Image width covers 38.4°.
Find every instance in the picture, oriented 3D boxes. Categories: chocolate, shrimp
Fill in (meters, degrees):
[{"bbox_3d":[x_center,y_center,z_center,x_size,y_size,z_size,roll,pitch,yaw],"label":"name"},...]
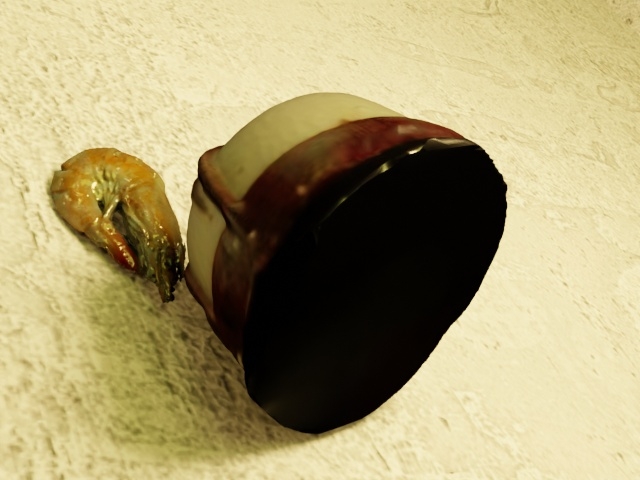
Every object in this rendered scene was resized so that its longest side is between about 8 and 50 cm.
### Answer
[{"bbox_3d":[0.000,0.000,0.768,0.186,0.284,0.283,36,29,33],"label":"chocolate"},{"bbox_3d":[-0.174,-0.015,0.822,0.101,0.042,0.190,-18,57,-28],"label":"shrimp"}]
